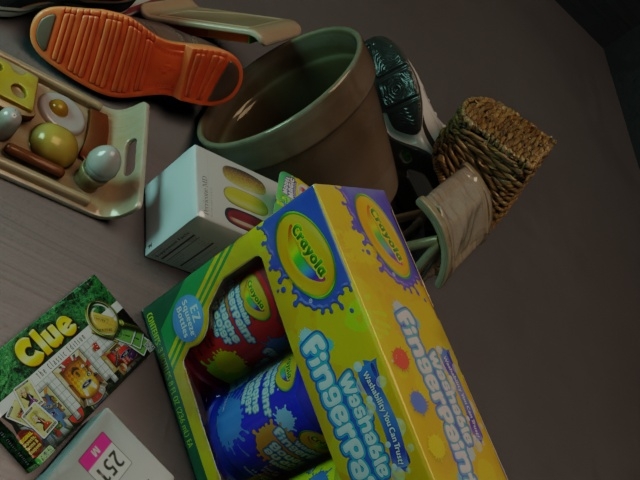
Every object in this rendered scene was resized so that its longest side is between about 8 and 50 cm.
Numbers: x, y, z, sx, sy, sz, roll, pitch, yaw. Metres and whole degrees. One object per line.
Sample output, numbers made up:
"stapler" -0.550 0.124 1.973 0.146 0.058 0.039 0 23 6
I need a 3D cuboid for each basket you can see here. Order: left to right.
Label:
"basket" 0.335 -0.158 1.925 0.213 0.223 0.299 37 28 10

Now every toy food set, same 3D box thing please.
"toy food set" -0.384 -0.180 1.289 0.306 0.092 0.220 28 43 -36

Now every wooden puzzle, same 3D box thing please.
"wooden puzzle" -0.176 -0.391 1.644 0.238 0.044 0.221 16 22 12

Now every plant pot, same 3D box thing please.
"plant pot" -0.006 -0.169 1.592 0.280 0.323 0.323 54 31 -31

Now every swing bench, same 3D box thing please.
"swing bench" 0.189 0.007 1.691 0.165 0.254 0.253 56 34 0

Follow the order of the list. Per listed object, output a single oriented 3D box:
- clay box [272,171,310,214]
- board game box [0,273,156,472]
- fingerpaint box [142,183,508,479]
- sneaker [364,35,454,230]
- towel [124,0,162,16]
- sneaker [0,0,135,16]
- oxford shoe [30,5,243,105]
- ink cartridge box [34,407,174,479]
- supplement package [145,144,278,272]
"clay box" 0.000 0.000 1.406 0.222 0.053 0.127 35 42 -28
"board game box" -0.323 0.157 1.142 0.136 0.030 0.260 49 35 -6
"fingerpaint box" -0.010 0.208 1.180 0.163 0.371 0.445 1 62 -51
"sneaker" 0.219 -0.240 2.054 0.257 0.169 0.448 -12 80 -63
"towel" -0.406 -0.547 1.620 0.329 0.037 0.237 53 32 -8
"sneaker" -0.415 -0.421 1.394 0.321 0.127 0.126 -10 78 -44
"oxford shoe" -0.311 -0.310 1.497 0.363 0.130 0.133 11 22 -39
"ink cartridge box" -0.248 0.367 1.033 0.239 0.060 0.275 48 35 -9
"supplement package" -0.138 -0.022 1.421 0.244 0.134 0.139 23 47 -39
